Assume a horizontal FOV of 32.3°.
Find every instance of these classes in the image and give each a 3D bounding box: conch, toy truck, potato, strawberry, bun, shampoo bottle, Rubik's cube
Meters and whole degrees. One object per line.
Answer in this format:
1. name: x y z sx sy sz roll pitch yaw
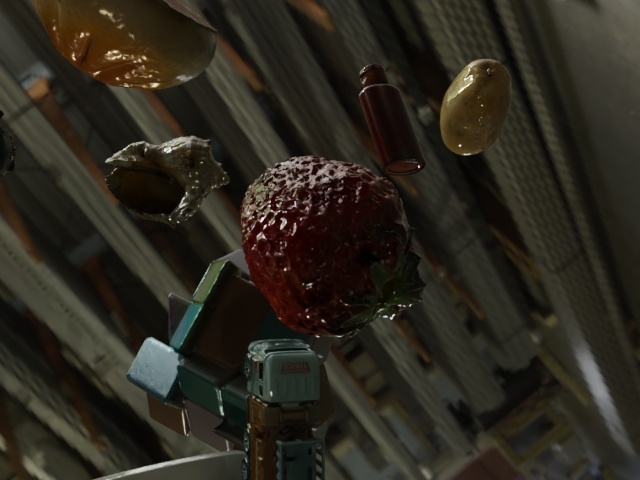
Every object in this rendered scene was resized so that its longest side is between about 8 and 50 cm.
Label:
1. conch: -0.294 -0.114 2.080 0.178 0.245 0.163 -72 -10 -48
2. toy truck: -0.035 0.200 1.192 0.115 0.080 0.178 -175 84 -73
3. potato: 0.257 -0.218 1.838 0.109 0.118 0.178 17 135 9
4. strawberry: 0.000 0.000 1.524 0.288 0.238 0.250 44 156 28
5. bun: -0.305 -0.317 1.614 0.299 0.165 0.299 36 -172 -6
6. shampoo bottle: 0.146 -0.263 2.386 0.064 0.102 0.260 123 138 -51
7. Rubik's cube: -0.131 0.205 2.003 0.358 0.387 0.368 23 -155 19

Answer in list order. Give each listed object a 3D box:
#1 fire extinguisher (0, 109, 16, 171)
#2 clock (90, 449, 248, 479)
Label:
1. fire extinguisher: -0.408 -0.104 1.289 0.093 0.118 0.294 42 174 -13
2. clock: -0.187 0.308 1.302 0.230 0.230 0.083 74 -179 -79
